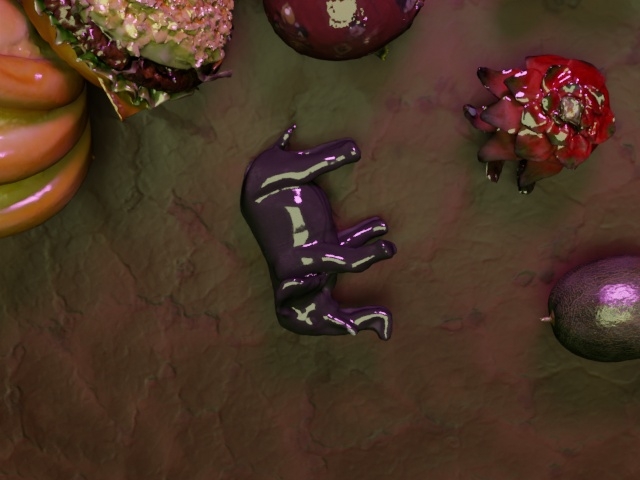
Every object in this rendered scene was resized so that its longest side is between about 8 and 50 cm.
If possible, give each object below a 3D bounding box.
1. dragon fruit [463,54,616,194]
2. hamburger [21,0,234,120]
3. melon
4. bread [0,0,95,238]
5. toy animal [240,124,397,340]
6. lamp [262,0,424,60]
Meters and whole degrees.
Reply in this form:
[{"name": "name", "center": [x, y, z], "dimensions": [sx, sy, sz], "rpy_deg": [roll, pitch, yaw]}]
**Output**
[{"name": "dragon fruit", "center": [0.228, -0.124, 1.170], "dimensions": [0.142, 0.121, 0.130], "rpy_deg": [-2, 71, 29]}, {"name": "hamburger", "center": [-0.176, -0.239, 1.093], "dimensions": [0.139, 0.261, 0.243], "rpy_deg": [-37, 96, 24]}, {"name": "melon", "center": [0.314, 0.072, 1.211], "dimensions": [0.168, 0.114, 0.114], "rpy_deg": [-10, 103, -1]}, {"name": "bread", "center": [-0.381, -0.126, 1.104], "dimensions": [0.316, 0.270, 0.211], "rpy_deg": [12, 64, -3]}, {"name": "toy animal", "center": [0.001, 0.002, 1.225], "dimensions": [0.146, 0.114, 0.245], "rpy_deg": [-21, 80, 2]}, {"name": "lamp", "center": [0.022, -0.242, 1.149], "dimensions": [0.157, 0.135, 0.156], "rpy_deg": [38, 72, 20]}]
